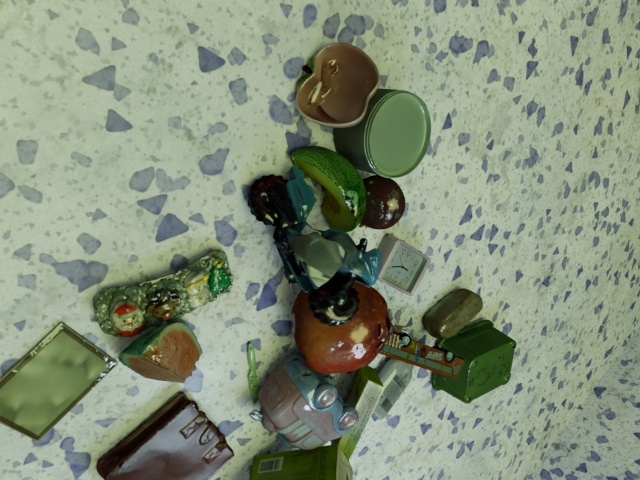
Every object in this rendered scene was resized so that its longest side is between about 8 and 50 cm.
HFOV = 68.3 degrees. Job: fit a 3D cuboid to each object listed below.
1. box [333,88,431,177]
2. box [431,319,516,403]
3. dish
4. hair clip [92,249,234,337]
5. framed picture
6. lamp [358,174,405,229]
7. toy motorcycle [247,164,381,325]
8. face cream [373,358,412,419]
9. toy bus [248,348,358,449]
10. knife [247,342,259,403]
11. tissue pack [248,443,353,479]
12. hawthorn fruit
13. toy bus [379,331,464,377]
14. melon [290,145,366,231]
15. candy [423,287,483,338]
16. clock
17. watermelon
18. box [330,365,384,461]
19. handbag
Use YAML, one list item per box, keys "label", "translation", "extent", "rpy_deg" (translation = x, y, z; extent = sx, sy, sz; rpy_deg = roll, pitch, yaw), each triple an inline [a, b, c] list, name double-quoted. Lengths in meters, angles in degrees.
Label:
- label: "box"
  translation: [0.166, -0.289, 1.266]
  extent: [0.226, 0.149, 0.226]
  rpy_deg: [-14, 115, -32]
- label: "box"
  translation: [0.615, 0.479, 1.865]
  extent: [0.328, 0.177, 0.253]
  rpy_deg: [-13, 113, -33]
- label: "dish"
  translation: [0.047, -0.367, 1.163]
  extent: [0.213, 0.213, 0.090]
  rpy_deg: [-64, 163, 0]
- label: "hair clip"
  translation: [-0.338, 0.131, 1.080]
  extent: [0.321, 0.091, 0.138]
  rpy_deg: [-24, 122, -27]
- label: "framed picture"
  translation: [-0.583, 0.307, 1.013]
  extent: [0.231, 0.010, 0.173]
  rpy_deg: [-45, 127, -15]
- label: "lamp"
  translation: [0.169, -0.112, 1.338]
  extent: [0.135, 0.157, 0.156]
  rpy_deg: [-34, 119, -45]
- label: "toy motorcycle"
  translation: [0.000, 0.000, 1.176]
  extent: [0.232, 0.172, 0.416]
  rpy_deg: [-32, 86, -20]
- label: "face cream"
  translation: [0.261, 0.485, 1.669]
  extent: [0.291, 0.071, 0.144]
  rpy_deg: [-50, 127, -16]
- label: "toy bus"
  translation: [-0.053, 0.482, 1.370]
  extent: [0.232, 0.197, 0.294]
  rpy_deg: [-40, 127, -7]
- label: "knife"
  translation: [-0.192, 0.376, 1.329]
  extent: [0.030, 0.014, 0.207]
  rpy_deg: [-18, 117, -33]
- label: "tissue pack"
  translation: [-0.057, 0.729, 1.359]
  extent: [0.274, 0.200, 0.167]
  rpy_deg: [-14, 122, 14]
- label: "hawthorn fruit"
  translation: [0.087, 0.228, 1.298]
  extent: [0.276, 0.307, 0.276]
  rpy_deg: [-3, 90, -75]
- label: "toy bus"
  translation: [0.321, 0.379, 1.611]
  extent: [0.408, 0.093, 0.092]
  rpy_deg: [24, 79, -26]
- label: "melon"
  translation: [0.059, -0.142, 1.227]
  extent: [0.129, 0.169, 0.265]
  rpy_deg: [-43, 128, -18]
- label: "candy"
  translation: [0.488, 0.268, 1.742]
  extent: [0.234, 0.104, 0.102]
  rpy_deg: [-36, 119, -22]
- label: "clock"
  translation: [0.257, 0.081, 1.526]
  extent: [0.197, 0.063, 0.150]
  rpy_deg: [28, 89, -40]
- label: "watermelon"
  translation: [-0.383, 0.255, 1.076]
  extent: [0.146, 0.128, 0.231]
  rpy_deg: [-9, 145, 9]
- label: "box"
  translation: [0.111, 0.545, 1.514]
  extent: [0.062, 0.175, 0.261]
  rpy_deg: [24, 92, -4]
- label: "handbag"
  translation: [-0.389, 0.561, 1.212]
  extent: [0.275, 0.084, 0.260]
  rpy_deg: [-37, 122, -21]
